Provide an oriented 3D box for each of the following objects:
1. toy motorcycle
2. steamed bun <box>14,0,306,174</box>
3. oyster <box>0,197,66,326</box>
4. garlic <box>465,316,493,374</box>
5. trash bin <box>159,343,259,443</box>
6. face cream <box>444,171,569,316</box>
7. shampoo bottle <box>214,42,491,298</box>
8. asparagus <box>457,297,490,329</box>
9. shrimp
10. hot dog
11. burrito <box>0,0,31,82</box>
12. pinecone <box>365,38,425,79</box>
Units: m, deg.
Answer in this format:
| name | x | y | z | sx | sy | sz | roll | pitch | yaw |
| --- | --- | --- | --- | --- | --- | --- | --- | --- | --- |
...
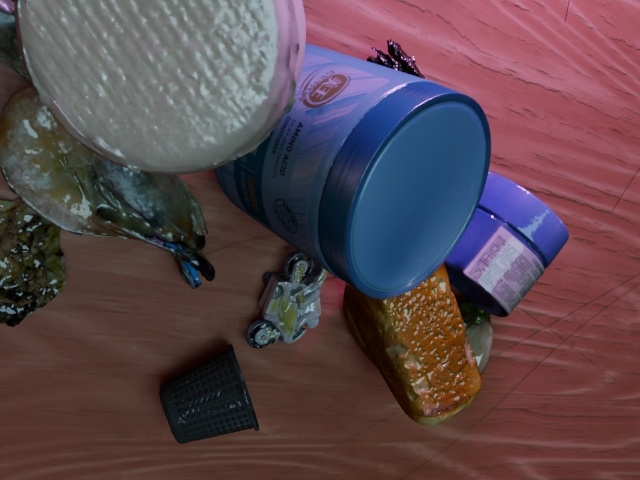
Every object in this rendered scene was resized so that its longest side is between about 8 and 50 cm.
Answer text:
| name | x | y | z | sx | sy | sz | roll | pitch | yaw |
| --- | --- | --- | --- | --- | --- | --- | --- | --- | --- |
| toy motorcycle | -0.054 | 0.130 | 1.264 | 0.151 | 0.074 | 0.229 | 24 | 97 | -32 |
| steamed bun | -0.205 | -0.284 | 0.843 | 0.373 | 0.241 | 0.375 | -2 | 112 | -6 |
| oyster | -0.519 | 0.040 | 0.991 | 0.214 | 0.083 | 0.223 | 1 | 100 | -30 |
| garlic | 0.358 | 0.266 | 1.503 | 0.128 | 0.115 | 0.207 | 30 | 90 | -26 |
| trash bin | -0.218 | 0.312 | 1.200 | 0.160 | 0.175 | 0.176 | -20 | 116 | -9 |
| face cream | 0.364 | 0.010 | 1.335 | 0.249 | 0.249 | 0.225 | 41 | 85 | -32 |
| shampoo bottle | 0.043 | -0.128 | 1.021 | 0.331 | 0.342 | 0.332 | -26 | 132 | -33 |
| asparagus | 0.371 | 0.163 | 1.476 | 0.287 | 0.080 | 0.080 | -22 | 117 | -37 |
| shrimp | -0.330 | -0.066 | 1.022 | 0.221 | 0.110 | 0.446 | -38 | 123 | 3 |
| hot dog | 0.181 | 0.182 | 1.318 | 0.185 | 0.223 | 0.406 | -28 | 110 | -18 |
| burrito | -0.470 | -0.314 | 0.890 | 0.309 | 0.066 | 0.096 | 32 | 122 | -34 |
| pinecone | 0.134 | -0.305 | 1.180 | 0.120 | 0.140 | 0.140 | -33 | 123 | 17 |
